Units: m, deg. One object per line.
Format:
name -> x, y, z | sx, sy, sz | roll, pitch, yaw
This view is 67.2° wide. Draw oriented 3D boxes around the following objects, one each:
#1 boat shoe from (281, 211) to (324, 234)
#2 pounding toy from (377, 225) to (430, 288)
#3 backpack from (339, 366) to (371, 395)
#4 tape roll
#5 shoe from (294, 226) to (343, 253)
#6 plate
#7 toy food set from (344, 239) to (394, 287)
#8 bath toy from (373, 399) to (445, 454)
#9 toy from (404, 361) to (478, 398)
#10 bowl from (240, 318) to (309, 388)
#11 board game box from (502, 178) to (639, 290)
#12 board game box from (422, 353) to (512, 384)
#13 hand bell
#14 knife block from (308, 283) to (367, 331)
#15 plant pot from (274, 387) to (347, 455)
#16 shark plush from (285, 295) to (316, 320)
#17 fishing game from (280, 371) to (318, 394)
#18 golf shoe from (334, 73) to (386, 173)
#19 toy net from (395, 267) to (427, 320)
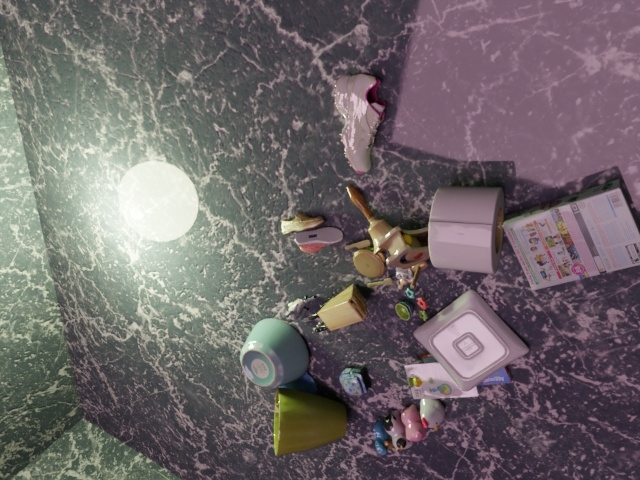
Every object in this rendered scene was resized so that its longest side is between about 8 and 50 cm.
boat shoe -> -0.073, -0.070, 1.762 | 0.190, 0.068, 0.072 | -12, 94, 33
pounding toy -> 0.309, 0.048, 1.506 | 0.154, 0.269, 0.155 | -34, 65, 24
backpack -> 0.135, 0.578, 1.977 | 0.114, 0.084, 0.105 | -7, 109, 35
tape roll -> 0.424, -0.033, 1.378 | 0.169, 0.246, 0.246 | 5, 118, 27
shoe -> 0.000, 0.000, 1.762 | 0.178, 0.063, 0.081 | -6, 152, 10
plate -> 0.497, 0.347, 1.620 | 0.278, 0.045, 0.277 | 48, 115, 5
toy food set -> 0.179, 0.078, 1.716 | 0.132, 0.038, 0.192 | -15, 112, 42
bath toy -> 0.354, 0.743, 1.912 | 0.151, 0.129, 0.348 | 46, 128, 1
toy -> 0.436, 0.494, 1.735 | 0.237, 0.056, 0.137 | -13, 97, 24
bowl -> -0.221, 0.509, 2.069 | 0.311, 0.163, 0.311 | 9, 110, 26
board game box -> 0.696, -0.009, 1.327 | 0.303, 0.097, 0.224 | -21, 103, 35
board game box -> 0.520, 0.456, 1.724 | 0.281, 0.027, 0.145 | -19, 104, 36
hand bell -> 0.161, -0.084, 1.609 | 0.126, 0.126, 0.242 | -42, 78, 38
knife block -> 0.051, 0.275, 1.770 | 0.242, 0.276, 0.088 | -38, 94, 9
plant pot -> -0.043, 0.773, 2.068 | 0.293, 0.275, 0.275 | 3, 122, -9
shark plush -> -0.076, 0.266, 1.970 | 0.067, 0.073, 0.161 | 39, 109, -18
fishing game -> -0.098, 0.650, 2.181 | 0.189, 0.041, 0.264 | -1, 109, 22
golf shoe -> 0.133, -0.350, 1.460 | 0.140, 0.115, 0.306 | 0, 116, 26
toy net -> 0.301, 0.176, 1.661 | 0.122, 0.045, 0.232 | 17, 128, 54
